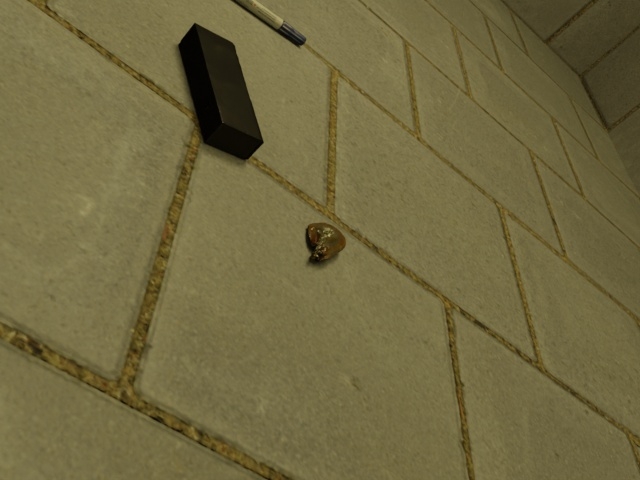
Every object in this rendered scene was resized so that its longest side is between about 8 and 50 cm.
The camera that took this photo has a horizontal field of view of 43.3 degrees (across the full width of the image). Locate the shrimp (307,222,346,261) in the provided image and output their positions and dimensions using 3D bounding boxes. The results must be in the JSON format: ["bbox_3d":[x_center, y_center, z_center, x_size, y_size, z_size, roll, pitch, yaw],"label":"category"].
[{"bbox_3d":[0.000,0.000,1.136,0.059,0.023,0.108,43,28,10],"label":"shrimp"}]

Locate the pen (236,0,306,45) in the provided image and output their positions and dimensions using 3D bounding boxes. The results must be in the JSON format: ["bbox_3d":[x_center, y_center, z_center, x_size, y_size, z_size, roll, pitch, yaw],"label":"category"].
[{"bbox_3d":[-0.107,-0.426,1.504,0.204,0.025,0.025,29,34,-32],"label":"pen"}]

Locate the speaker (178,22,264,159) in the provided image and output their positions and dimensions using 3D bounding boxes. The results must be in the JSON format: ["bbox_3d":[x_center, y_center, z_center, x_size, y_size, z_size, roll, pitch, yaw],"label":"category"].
[{"bbox_3d":[-0.146,-0.219,1.176,0.082,0.044,0.218,19,40,-42],"label":"speaker"}]
